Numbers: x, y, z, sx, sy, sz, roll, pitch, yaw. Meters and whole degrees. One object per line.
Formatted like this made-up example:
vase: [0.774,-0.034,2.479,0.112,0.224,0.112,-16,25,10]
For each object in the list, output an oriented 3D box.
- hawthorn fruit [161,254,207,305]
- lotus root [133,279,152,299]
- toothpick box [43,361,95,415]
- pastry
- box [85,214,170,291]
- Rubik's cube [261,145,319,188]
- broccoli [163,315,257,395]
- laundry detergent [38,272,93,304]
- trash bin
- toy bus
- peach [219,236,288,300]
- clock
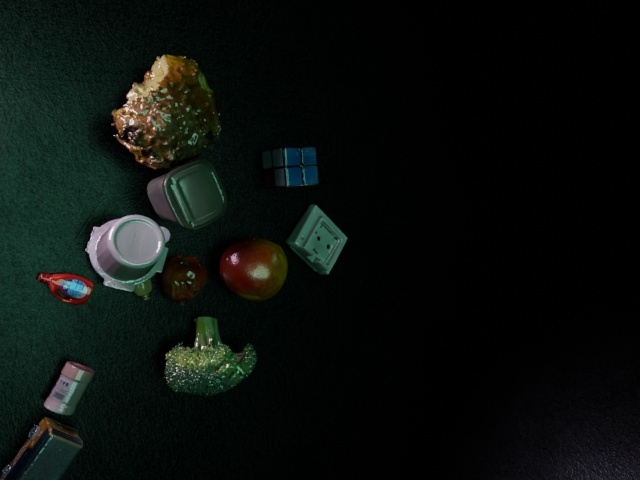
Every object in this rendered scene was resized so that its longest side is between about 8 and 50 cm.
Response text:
hawthorn fruit: [-0.514,0.141,1.813,0.173,0.174,0.179,41,68,-33]
lotus root: [-0.656,0.154,1.760,0.073,0.062,0.150,-26,103,-36]
toothpick box: [-0.838,0.493,1.617,0.098,0.098,0.148,33,73,-35]
pastry: [-0.519,-0.424,1.696,0.337,0.293,0.404,48,53,-40]
box: [-0.619,0.018,1.652,0.291,0.206,0.262,-28,94,-33]
Rubik's cube: [-0.129,-0.311,2.071,0.184,0.180,0.167,-9,98,-40]
broccoli: [-0.405,0.454,1.863,0.376,0.249,0.301,3,94,-33]
laundry detergent: [-0.855,0.155,1.615,0.165,0.049,0.097,26,81,-34]
trash bin: [-0.492,-0.164,1.748,0.219,0.250,0.219,-31,111,-34]
toy bus: [-0.903,0.728,1.540,0.138,0.167,0.275,44,68,-32]
peach: [-0.266,0.107,1.955,0.281,0.238,0.280,-5,107,-16]
clock: [0.000,0.000,2.237,0.262,0.116,0.231,46,65,-32]
